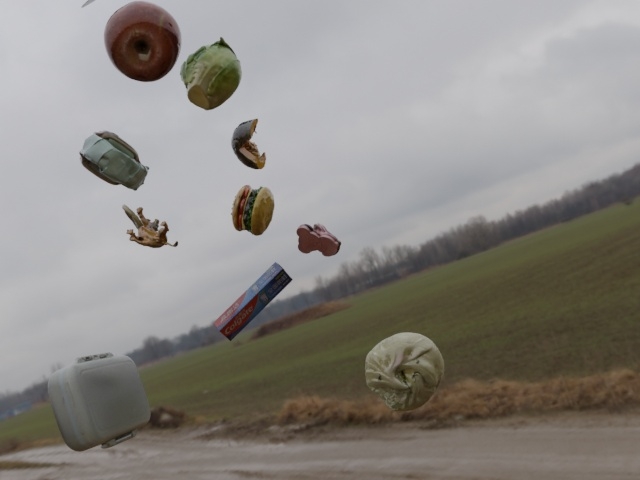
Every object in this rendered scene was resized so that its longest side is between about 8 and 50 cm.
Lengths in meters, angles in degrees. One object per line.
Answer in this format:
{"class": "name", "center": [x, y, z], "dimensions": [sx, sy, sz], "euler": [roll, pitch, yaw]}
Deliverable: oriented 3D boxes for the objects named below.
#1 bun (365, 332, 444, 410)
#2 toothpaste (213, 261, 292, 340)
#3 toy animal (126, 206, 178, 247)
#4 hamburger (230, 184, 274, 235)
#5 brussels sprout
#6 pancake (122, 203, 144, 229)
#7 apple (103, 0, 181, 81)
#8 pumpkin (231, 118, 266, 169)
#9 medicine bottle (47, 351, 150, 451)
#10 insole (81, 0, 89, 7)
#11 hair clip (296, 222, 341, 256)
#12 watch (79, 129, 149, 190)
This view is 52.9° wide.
{"class": "bun", "center": [0.220, 0.361, 1.728], "dimensions": [0.210, 0.237, 0.116], "euler": [14, 20, 12]}
{"class": "toothpaste", "center": [-0.245, 0.221, 2.338], "dimensions": [0.320, 0.076, 0.066], "euler": [-46, 40, -8]}
{"class": "toy animal", "center": [-0.536, -0.010, 2.089], "dimensions": [0.114, 0.255, 0.116], "euler": [-54, -44, -10]}
{"class": "hamburger", "center": [-0.206, -0.094, 1.969], "dimensions": [0.115, 0.162, 0.162], "euler": [13, 0, 10]}
{"class": "brussels sprout", "center": [-0.444, -0.675, 2.609], "dimensions": [0.227, 0.294, 0.259], "euler": [31, -33, -22]}
{"class": "pancake", "center": [-0.693, -0.080, 2.389], "dimensions": [0.022, 0.139, 0.139], "euler": [-41, 1, -18]}
{"class": "apple", "center": [-0.462, -0.522, 1.682], "dimensions": [0.201, 0.201, 0.162], "euler": [-19, 30, -1]}
{"class": "pumpkin", "center": [-0.266, -0.344, 2.313], "dimensions": [0.108, 0.183, 0.119], "euler": [-2, 30, 14]}
{"class": "medicine bottle", "center": [-0.669, 0.490, 1.972], "dimensions": [0.123, 0.282, 0.375], "euler": [-24, -9, 8]}
{"class": "insole", "center": [-0.574, -0.681, 1.741], "dimensions": [0.065, 0.004, 0.197], "euler": [-11, 33, 52]}
{"class": "hair clip", "center": [-0.008, 0.005, 2.225], "dimensions": [0.102, 0.138, 0.123], "euler": [-28, -37, -29]}
{"class": "watch", "center": [-0.690, -0.264, 2.187], "dimensions": [0.241, 0.161, 0.253], "euler": [29, -5, 41]}
